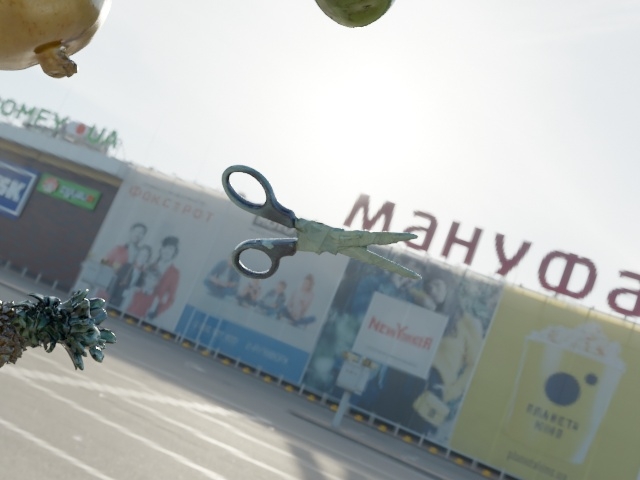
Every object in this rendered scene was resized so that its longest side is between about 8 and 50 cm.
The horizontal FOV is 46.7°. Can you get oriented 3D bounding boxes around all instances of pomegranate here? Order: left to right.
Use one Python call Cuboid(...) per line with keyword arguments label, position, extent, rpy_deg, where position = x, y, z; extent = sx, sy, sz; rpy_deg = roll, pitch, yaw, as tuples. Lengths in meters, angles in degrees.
Cuboid(label="pomegranate", position=(-0.631, -0.533, 1.575), extent=(0.411, 0.412, 0.411), rpy_deg=(22, -10, 4))

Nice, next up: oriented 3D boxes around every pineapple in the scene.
Cuboid(label="pineapple", position=(-0.348, 0.108, 0.850), extent=(0.221, 0.083, 0.103), rpy_deg=(-7, -60, 12))

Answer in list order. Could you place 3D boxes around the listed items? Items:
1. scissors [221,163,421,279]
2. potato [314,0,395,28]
Cuboid(label="scissors", position=(0.000, 0.000, 1.354), extent=(0.383, 0.029, 0.256), rpy_deg=(12, -53, 16))
Cuboid(label="potato", position=(0.043, -0.496, 1.186), extent=(0.215, 0.305, 0.216), rpy_deg=(-16, -20, -6))
